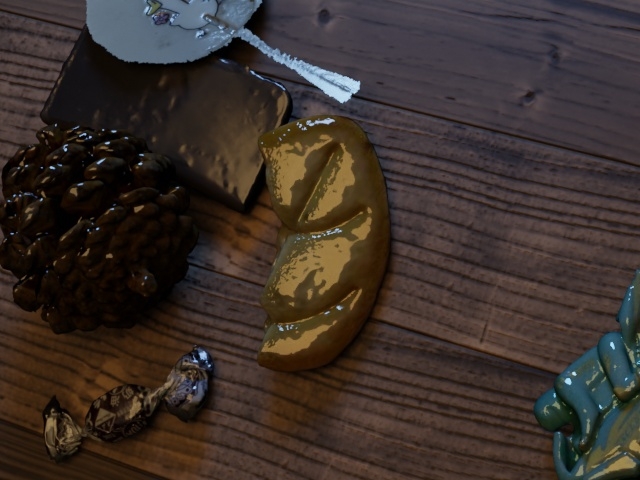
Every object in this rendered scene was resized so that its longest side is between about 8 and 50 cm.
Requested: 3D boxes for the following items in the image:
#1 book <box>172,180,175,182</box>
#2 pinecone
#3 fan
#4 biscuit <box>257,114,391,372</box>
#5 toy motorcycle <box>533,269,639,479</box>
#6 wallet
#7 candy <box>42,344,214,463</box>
[{"bbox_3d":[-0.166,-0.127,1.753,0.172,0.012,0.118,8,80,18],"label":"book"},{"bbox_3d":[-0.258,-0.017,1.646,0.243,0.243,0.257,-37,29,6],"label":"pinecone"},{"bbox_3d":[-0.120,-0.262,1.726,0.414,0.012,0.233,35,71,27],"label":"fan"},{"bbox_3d":[0.004,0.001,1.636,0.154,0.045,0.299,0,83,0],"label":"biscuit"},{"bbox_3d":[0.329,0.176,1.493,0.198,0.109,0.296,22,86,30],"label":"toy motorcycle"},{"bbox_3d":[-0.186,-0.162,1.737,0.309,0.042,0.165,24,86,20],"label":"wallet"},{"bbox_3d":[-0.227,0.195,1.678,0.226,0.051,0.094,-24,61,8],"label":"candy"}]
